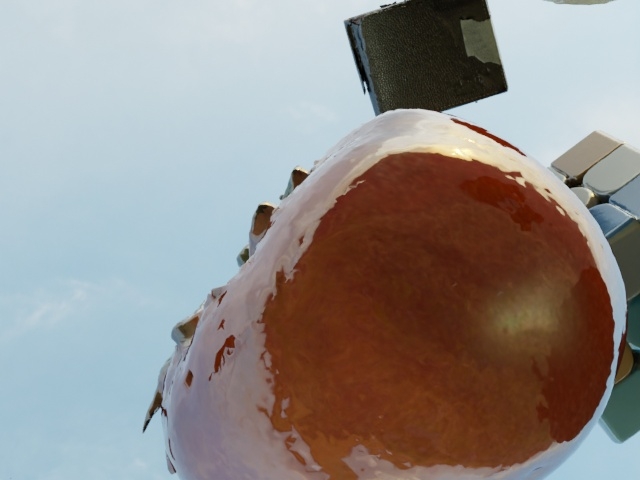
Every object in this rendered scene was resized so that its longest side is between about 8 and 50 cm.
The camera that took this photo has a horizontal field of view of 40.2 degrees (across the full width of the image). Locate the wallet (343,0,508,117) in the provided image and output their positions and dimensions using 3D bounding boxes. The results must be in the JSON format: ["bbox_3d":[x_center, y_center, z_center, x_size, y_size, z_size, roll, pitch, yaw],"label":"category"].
[{"bbox_3d":[0.195,-0.338,1.606,0.262,0.071,0.220,-15,-75,10],"label":"wallet"}]

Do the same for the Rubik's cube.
[{"bbox_3d":[0.498,0.068,1.520,0.344,0.347,0.346,-37,-69,3],"label":"Rubik's cube"}]

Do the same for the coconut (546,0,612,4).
[{"bbox_3d":[0.333,-0.413,1.055,0.259,0.259,0.259,5,-106,-18],"label":"coconut"}]

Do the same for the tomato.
[{"bbox_3d":[0.052,0.083,0.630,0.273,0.341,0.341,36,-113,2],"label":"tomato"}]
